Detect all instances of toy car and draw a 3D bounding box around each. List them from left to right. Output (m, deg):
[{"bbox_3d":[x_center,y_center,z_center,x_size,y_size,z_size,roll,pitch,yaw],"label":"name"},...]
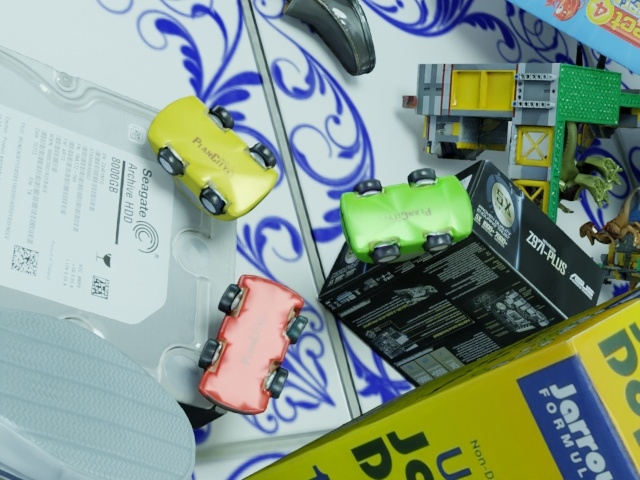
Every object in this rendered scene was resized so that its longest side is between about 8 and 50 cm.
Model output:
[{"bbox_3d":[0.000,0.000,0.968,0.225,0.053,0.239,-10,73,-14],"label":"toy car"}]

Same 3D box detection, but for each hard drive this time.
[{"bbox_3d":[-0.211,-0.016,0.925,0.339,0.064,0.237,21,55,-33],"label":"hard drive"}]

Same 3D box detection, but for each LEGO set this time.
[{"bbox_3d":[0.213,-0.062,1.280,0.331,0.192,0.255,-12,104,-44],"label":"LEGO set"}]

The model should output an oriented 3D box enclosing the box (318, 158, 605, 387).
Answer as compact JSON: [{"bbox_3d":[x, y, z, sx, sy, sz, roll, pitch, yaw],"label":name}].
[{"bbox_3d":[0.114,0.037,1.095,0.147,0.180,0.077,41,47,-16],"label":"box"}]

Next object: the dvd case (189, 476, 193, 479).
[{"bbox_3d":[-0.136,0.251,0.870,0.179,0.029,0.239,-7,73,-44],"label":"dvd case"}]

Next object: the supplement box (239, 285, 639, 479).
[{"bbox_3d":[0.133,0.180,0.910,0.195,0.356,0.194,-21,82,-46],"label":"supplement box"}]

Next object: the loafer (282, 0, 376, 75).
[{"bbox_3d":[-0.010,-0.220,1.222,0.061,0.062,0.170,-31,86,-24],"label":"loafer"}]

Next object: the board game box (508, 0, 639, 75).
[{"bbox_3d":[0.329,-0.235,1.344,0.308,0.086,0.302,35,22,23],"label":"board game box"}]

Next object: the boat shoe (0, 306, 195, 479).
[{"bbox_3d":[-0.217,0.096,0.809,0.302,0.094,0.109,27,43,-31],"label":"boat shoe"}]

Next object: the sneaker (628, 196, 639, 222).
[{"bbox_3d":[0.377,-0.060,1.455,0.091,0.126,0.240,47,15,-12],"label":"sneaker"}]
